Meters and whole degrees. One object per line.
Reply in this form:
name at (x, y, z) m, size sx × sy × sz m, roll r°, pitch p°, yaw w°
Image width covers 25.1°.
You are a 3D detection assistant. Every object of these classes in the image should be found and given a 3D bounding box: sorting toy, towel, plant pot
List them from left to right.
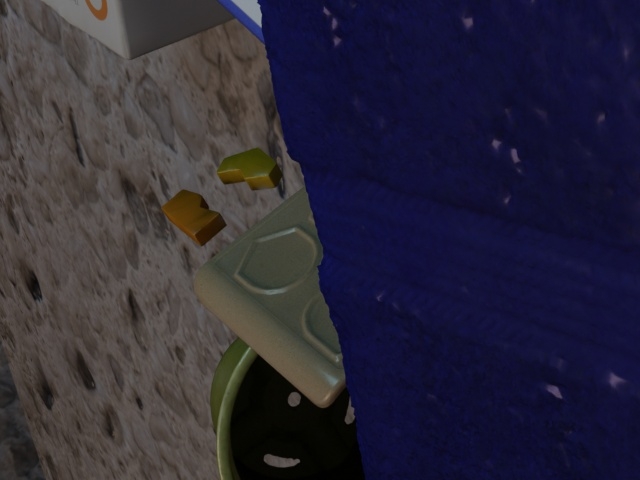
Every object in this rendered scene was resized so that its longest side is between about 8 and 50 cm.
sorting toy at (0.000, 0.000, 1.285) m, size 0.307 × 0.229 × 0.041 m, roll 37°, pitch 163°, yaw 43°
plant pot at (0.006, 0.170, 1.407) m, size 0.276 × 0.276 × 0.254 m, roll 69°, pitch 165°, yaw -9°
towel at (0.080, -0.020, 0.415) m, size 0.227 × 0.076 × 0.308 m, roll 17°, pitch 127°, yaw 48°

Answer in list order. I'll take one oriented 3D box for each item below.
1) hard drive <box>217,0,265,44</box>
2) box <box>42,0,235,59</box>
hard drive at (-0.017, -0.195, 1.167) m, size 0.319 × 0.210 × 0.040 m, roll 46°, pitch 113°, yaw 33°
box at (-0.188, -0.380, 1.338) m, size 0.215 × 0.168 × 0.345 m, roll 37°, pitch 142°, yaw 43°
